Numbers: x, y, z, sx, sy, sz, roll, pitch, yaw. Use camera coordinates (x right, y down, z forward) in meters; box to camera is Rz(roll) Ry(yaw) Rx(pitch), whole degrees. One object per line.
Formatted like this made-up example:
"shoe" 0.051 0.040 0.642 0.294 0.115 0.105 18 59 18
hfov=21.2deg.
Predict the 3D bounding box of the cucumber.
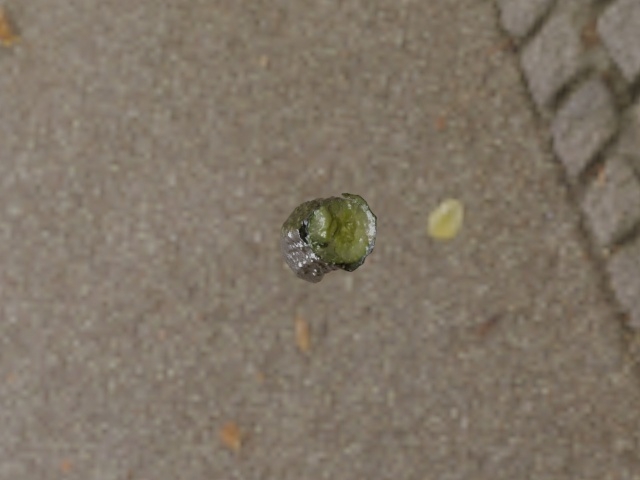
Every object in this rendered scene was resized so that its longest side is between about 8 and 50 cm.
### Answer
"cucumber" -0.002 -0.001 0.720 0.135 0.034 0.033 159 133 -80
